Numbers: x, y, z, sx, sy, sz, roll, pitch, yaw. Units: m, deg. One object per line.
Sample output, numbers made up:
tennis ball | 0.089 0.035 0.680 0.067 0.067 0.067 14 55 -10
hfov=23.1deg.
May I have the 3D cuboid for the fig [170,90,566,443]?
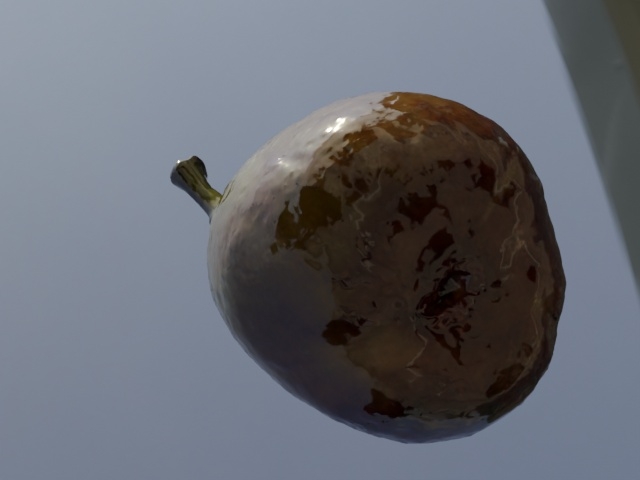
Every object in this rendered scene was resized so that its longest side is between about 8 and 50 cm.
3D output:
fig | -0.002 0.000 0.803 0.145 0.274 0.170 -31 -61 -27
